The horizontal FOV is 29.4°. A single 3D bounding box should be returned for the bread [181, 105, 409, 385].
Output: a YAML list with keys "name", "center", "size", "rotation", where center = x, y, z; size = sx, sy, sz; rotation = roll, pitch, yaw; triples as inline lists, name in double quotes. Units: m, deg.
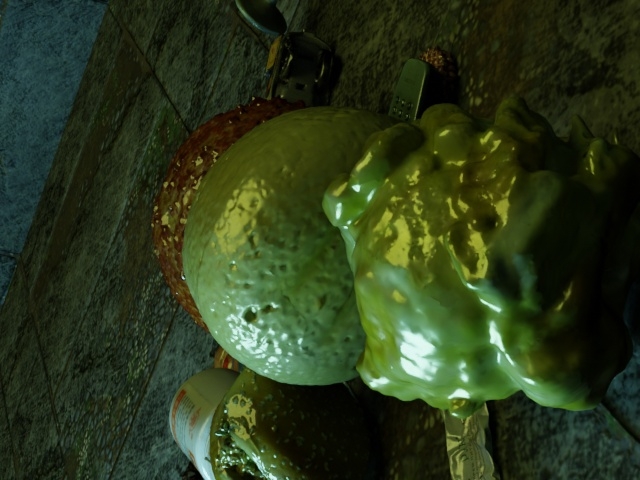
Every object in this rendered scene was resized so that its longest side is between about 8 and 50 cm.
- name: "bread"
  center: [0.003, 0.003, 1.350]
  size: [0.237, 0.320, 0.320]
  rotation: [-138, 65, -71]

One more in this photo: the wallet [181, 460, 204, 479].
- name: "wallet"
  center: [-0.168, 0.372, 1.702]
  size: [0.232, 0.031, 0.122]
  rotation: [137, 118, -82]

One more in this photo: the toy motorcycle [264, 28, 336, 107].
- name: "toy motorcycle"
  center: [-0.047, -0.191, 1.828]
  size: [0.157, 0.091, 0.263]
  rotation: [151, 131, -67]

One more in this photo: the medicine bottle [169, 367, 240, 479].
- name: "medicine bottle"
  center: [-0.110, 0.262, 1.631]
  size: [0.252, 0.144, 0.144]
  rotation: [14, 89, 68]

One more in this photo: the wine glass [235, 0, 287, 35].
- name: "wine glass"
  center: [-0.002, -0.502, 1.889]
  size: [0.309, 0.096, 0.264]
  rotation: [-47, 24, 31]

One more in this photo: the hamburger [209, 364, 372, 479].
- name: "hamburger"
  center: [-0.023, 0.234, 1.440]
  size: [0.122, 0.215, 0.189]
  rotation: [-46, 8, 39]

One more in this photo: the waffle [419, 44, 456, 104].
- name: "waffle"
  center: [0.139, -0.199, 1.516]
  size: [0.075, 0.029, 0.083]
  rotation: [-58, 34, 38]

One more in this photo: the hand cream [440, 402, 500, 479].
- name: "hand cream"
  center: [0.147, 0.243, 1.246]
  size: [0.084, 0.050, 0.257]
  rotation: [-44, 33, 45]

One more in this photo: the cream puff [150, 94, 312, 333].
- name: "cream puff"
  center: [-0.089, -0.034, 1.600]
  size: [0.350, 0.228, 0.350]
  rotation: [-10, 73, 34]

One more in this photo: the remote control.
- name: "remote control"
  center: [0.104, -0.112, 1.497]
  size: [0.072, 0.042, 0.222]
  rotation: [40, 123, 57]

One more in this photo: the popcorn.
- name: "popcorn"
  center: [0.149, 0.012, 1.128]
  size: [0.312, 0.312, 0.312]
  rotation: [-40, 43, 50]

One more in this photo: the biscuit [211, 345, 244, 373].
- name: "biscuit"
  center: [-0.135, 0.213, 1.852]
  size: [0.280, 0.043, 0.183]
  rotation: [-47, 34, 40]
